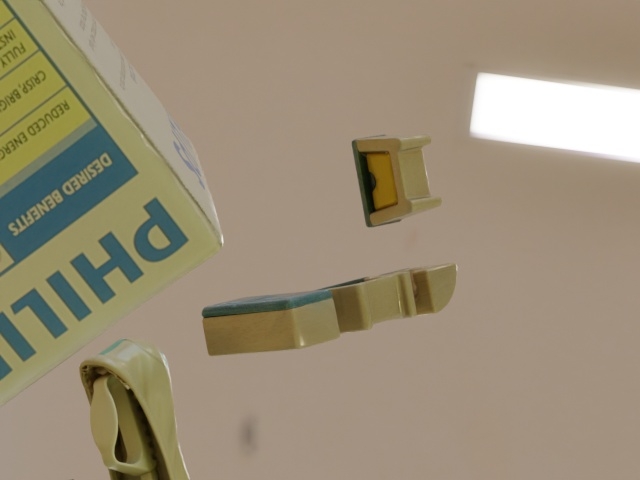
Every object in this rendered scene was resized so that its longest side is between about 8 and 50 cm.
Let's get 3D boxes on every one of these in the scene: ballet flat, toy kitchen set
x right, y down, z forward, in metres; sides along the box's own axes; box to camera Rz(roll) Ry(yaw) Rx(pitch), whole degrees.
[{"bbox_3d":[-0.158,0.209,1.743,0.086,0.086,0.248,-24,-101,56],"label":"ballet flat"},{"bbox_3d":[0.000,0.000,1.761,0.122,0.207,0.166,-9,-87,47],"label":"toy kitchen set"}]

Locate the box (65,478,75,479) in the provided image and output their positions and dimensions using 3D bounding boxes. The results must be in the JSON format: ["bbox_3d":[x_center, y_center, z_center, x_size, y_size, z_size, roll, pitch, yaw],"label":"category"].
[{"bbox_3d":[-0.245,0.293,1.636,0.045,0.191,0.184,-46,-116,33],"label":"box"}]

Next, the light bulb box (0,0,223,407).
[{"bbox_3d":[-0.299,-0.060,1.038,0.358,0.361,0.225,-36,-164,3],"label":"light bulb box"}]
